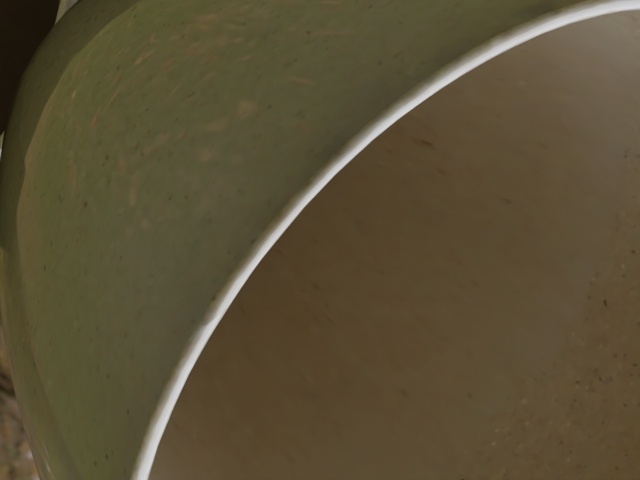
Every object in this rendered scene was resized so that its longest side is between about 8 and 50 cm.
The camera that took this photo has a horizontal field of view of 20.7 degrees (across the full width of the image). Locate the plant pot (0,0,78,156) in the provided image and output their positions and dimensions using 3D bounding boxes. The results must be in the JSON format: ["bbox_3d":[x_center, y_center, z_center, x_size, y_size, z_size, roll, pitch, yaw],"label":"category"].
[{"bbox_3d":[-0.144,-0.103,0.978,0.256,0.274,0.256,-8,-105,33],"label":"plant pot"}]

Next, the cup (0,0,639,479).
[{"bbox_3d":[0.000,0.000,0.716,0.331,0.331,0.237,-47,-129,-2],"label":"cup"}]
